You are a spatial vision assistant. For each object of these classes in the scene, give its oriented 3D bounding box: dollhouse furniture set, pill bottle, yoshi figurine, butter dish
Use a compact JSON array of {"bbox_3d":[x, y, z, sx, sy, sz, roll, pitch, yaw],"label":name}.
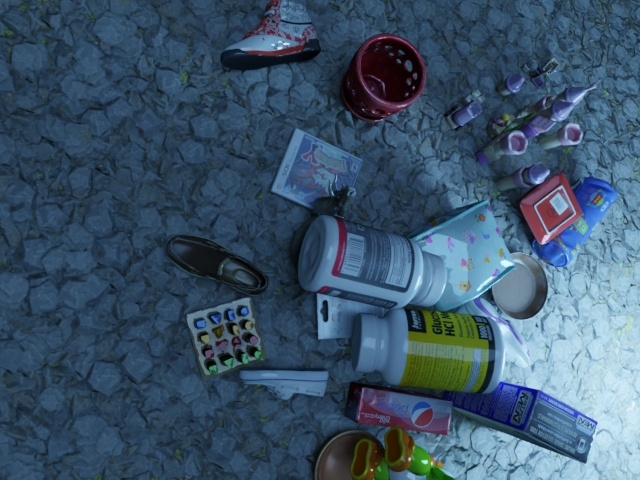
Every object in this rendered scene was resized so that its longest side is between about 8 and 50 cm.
[{"bbox_3d":[0.703,-0.548,1.573,0.114,0.081,0.091,-45,99,-17],"label":"dollhouse furniture set"},{"bbox_3d":[0.250,0.261,1.230,0.334,0.188,0.187,6,82,-5],"label":"pill bottle"},{"bbox_3d":[0.123,0.061,1.176,0.319,0.176,0.176,15,80,-20],"label":"pill bottle"},{"bbox_3d":[0.239,0.617,1.229,0.362,0.204,0.203,44,77,-27],"label":"yoshi figurine"},{"bbox_3d":[0.629,-0.097,1.452,0.160,0.118,0.160,-36,108,-3],"label":"butter dish"}]

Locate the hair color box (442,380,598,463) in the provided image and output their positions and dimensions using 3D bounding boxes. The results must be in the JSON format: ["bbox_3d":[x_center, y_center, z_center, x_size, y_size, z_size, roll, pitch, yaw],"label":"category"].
[{"bbox_3d":[0.475,0.424,1.264,0.185,0.339,0.110,29,77,-13],"label":"hair color box"}]

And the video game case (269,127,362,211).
[{"bbox_3d":[-0.008,-0.170,1.330,0.202,0.023,0.183,23,78,-15],"label":"video game case"}]

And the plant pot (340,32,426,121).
[{"bbox_3d":[0.150,-0.411,1.326,0.191,0.174,0.190,2,85,-19],"label":"plant pot"}]

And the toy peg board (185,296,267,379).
[{"bbox_3d":[-0.214,0.229,1.193,0.161,0.079,0.160,-15,90,-20],"label":"toy peg board"}]

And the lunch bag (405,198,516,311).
[{"bbox_3d":[0.357,0.043,1.361,0.262,0.160,0.223,-27,94,-25],"label":"lunch bag"}]

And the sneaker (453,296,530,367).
[{"bbox_3d":[0.462,0.272,1.413,0.305,0.114,0.152,40,112,-24],"label":"sneaker"}]

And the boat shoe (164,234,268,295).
[{"bbox_3d":[-0.236,0.052,1.193,0.258,0.095,0.095,23,78,-15],"label":"boat shoe"}]

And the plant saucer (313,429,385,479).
[{"bbox_3d":[0.075,0.574,1.277,0.200,0.037,0.199,2,83,-18],"label":"plant saucer"}]

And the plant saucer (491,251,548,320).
[{"bbox_3d":[0.573,0.133,1.487,0.199,0.036,0.198,2,85,-18],"label":"plant saucer"}]

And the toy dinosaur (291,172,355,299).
[{"bbox_3d":[0.000,0.000,1.281,0.160,0.121,0.313,36,95,-8],"label":"toy dinosaur"}]

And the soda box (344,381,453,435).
[{"bbox_3d":[0.202,0.431,1.309,0.264,0.083,0.092,14,81,-17],"label":"soda box"}]

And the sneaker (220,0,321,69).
[{"bbox_3d":[-0.139,-0.523,1.288,0.270,0.090,0.144,-16,89,-23],"label":"sneaker"}]

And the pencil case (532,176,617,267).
[{"bbox_3d":[0.757,-0.065,1.523,0.133,0.119,0.306,46,73,-12],"label":"pencil case"}]

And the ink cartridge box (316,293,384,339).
[{"bbox_3d":[0.075,0.180,1.318,0.180,0.045,0.145,-1,86,-12],"label":"ink cartridge box"}]

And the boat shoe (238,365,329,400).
[{"bbox_3d":[-0.085,0.345,1.221,0.227,0.083,0.075,6,82,-18],"label":"boat shoe"}]

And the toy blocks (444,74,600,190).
[{"bbox_3d":[0.584,-0.337,1.418,0.289,0.260,0.309,-41,98,-17],"label":"toy blocks"}]
